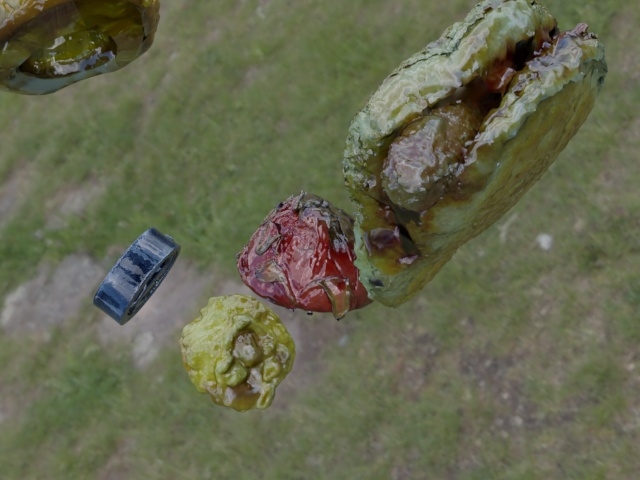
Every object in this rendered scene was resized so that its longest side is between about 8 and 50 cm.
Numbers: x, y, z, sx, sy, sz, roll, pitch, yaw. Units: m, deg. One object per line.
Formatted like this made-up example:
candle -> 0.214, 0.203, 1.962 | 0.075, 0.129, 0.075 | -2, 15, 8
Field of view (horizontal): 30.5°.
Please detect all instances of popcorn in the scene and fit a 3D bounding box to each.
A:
popcorn -> -0.140, 0.187, 1.959 | 0.197, 0.197, 0.155 | -48, 6, 7

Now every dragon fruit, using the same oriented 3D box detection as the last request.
dragon fruit -> -0.004, -0.001, 1.724 | 0.223, 0.218, 0.148 | 35, 124, 41

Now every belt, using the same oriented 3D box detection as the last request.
belt -> -0.340, 0.061, 2.179 | 0.190, 0.082, 0.141 | -53, -5, -11

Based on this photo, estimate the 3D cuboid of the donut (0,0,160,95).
donut -> -0.371, -0.312, 1.661 | 0.330, 0.330, 0.160 | -25, 82, 34

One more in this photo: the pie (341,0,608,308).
pie -> 0.180, -0.107, 1.461 | 0.395, 0.418, 0.180 | -41, 73, -16
